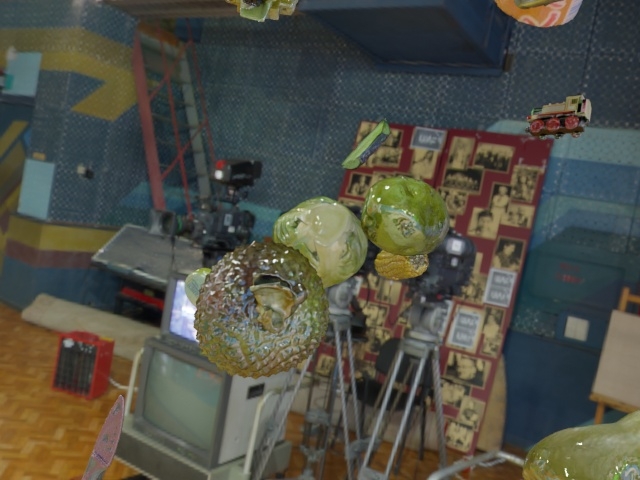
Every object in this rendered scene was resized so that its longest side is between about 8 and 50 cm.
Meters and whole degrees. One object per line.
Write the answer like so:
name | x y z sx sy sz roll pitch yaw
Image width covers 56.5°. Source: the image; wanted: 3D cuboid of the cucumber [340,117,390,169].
cucumber | 0.155 -0.293 1.810 0.046 0.220 0.070 46 -17 -18

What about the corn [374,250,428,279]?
corn | 0.215 0.058 1.615 0.101 0.102 0.313 10 -6 -4

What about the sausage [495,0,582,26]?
sausage | 0.567 -0.704 1.451 0.233 0.233 0.287 10 -33 4

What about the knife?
knife | -0.353 0.357 0.948 0.035 0.248 0.018 24 9 2

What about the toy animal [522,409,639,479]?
toy animal | 0.503 0.357 0.939 0.362 0.181 0.181 -14 1 -8

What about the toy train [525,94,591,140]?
toy train | 0.525 -0.271 1.320 0.137 0.087 0.050 0 -21 39

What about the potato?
potato | 0.197 -0.056 1.396 0.148 0.186 0.253 -15 -31 42

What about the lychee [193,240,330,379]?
lychee | -0.113 0.132 1.142 0.319 0.270 0.269 -5 -8 44

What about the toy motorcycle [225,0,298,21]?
toy motorcycle | -0.094 -0.620 1.170 0.168 0.411 0.237 13 -14 -3

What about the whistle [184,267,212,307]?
whistle | -0.237 0.153 1.366 0.104 0.198 0.057 -35 1 34

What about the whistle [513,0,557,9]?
whistle | 0.497 -0.533 1.262 0.067 0.057 0.326 8 16 -8

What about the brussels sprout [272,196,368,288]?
brussels sprout | 0.006 0.001 1.902 0.281 0.289 0.355 -25 -14 -14
